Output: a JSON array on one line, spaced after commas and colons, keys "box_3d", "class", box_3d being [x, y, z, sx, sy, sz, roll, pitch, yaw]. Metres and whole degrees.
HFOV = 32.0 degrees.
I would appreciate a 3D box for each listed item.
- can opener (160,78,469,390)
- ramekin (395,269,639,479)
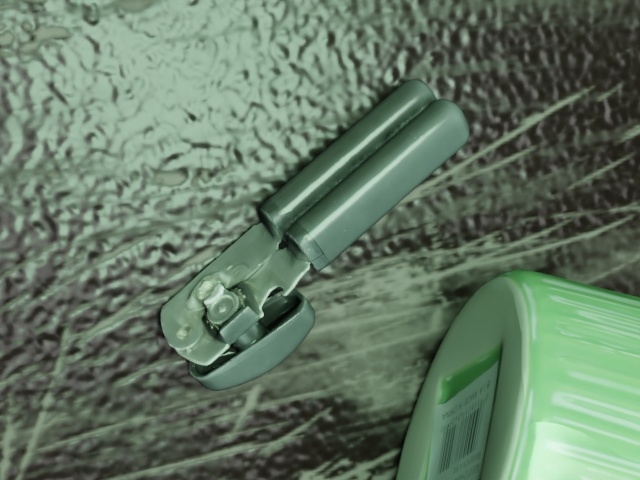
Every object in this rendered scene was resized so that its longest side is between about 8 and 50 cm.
[{"box_3d": [0.000, 0.000, 0.862, 0.283, 0.076, 0.095, -41, 137, -7], "class": "can opener"}, {"box_3d": [0.160, 0.167, 0.800, 0.148, 0.303, 0.303, 18, 92, -7], "class": "ramekin"}]
